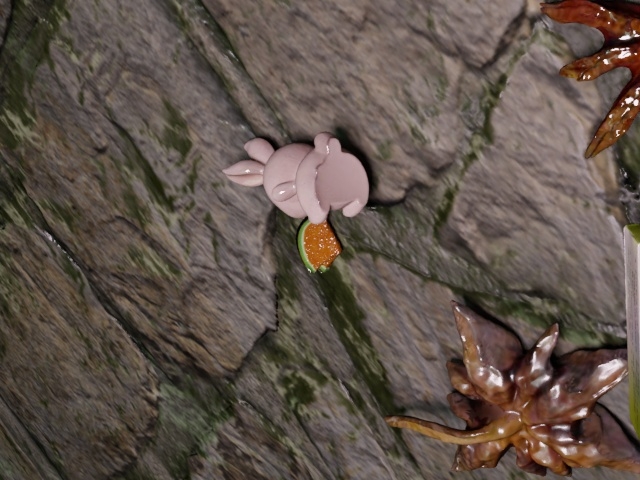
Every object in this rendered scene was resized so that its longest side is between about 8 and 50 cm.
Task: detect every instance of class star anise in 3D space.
[{"bbox_3d":[0.348,-0.202,0.697,0.288,0.088,0.288,15,120,28],"label":"star anise"},{"bbox_3d":[0.257,0.229,0.944,0.350,0.109,0.292,18,112,23],"label":"star anise"}]

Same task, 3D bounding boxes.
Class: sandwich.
[{"bbox_3d":[-0.002,0.003,1.050,0.069,0.026,0.101,-10,110,30],"label":"sandwich"}]

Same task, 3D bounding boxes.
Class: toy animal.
[{"bbox_3d":[-0.032,-0.087,0.983,0.213,0.124,0.124,14,121,50],"label":"toy animal"}]

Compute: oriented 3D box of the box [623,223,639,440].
[{"bbox_3d":[0.433,0.102,0.768,0.175,0.062,0.260,-7,109,12],"label":"box"}]
